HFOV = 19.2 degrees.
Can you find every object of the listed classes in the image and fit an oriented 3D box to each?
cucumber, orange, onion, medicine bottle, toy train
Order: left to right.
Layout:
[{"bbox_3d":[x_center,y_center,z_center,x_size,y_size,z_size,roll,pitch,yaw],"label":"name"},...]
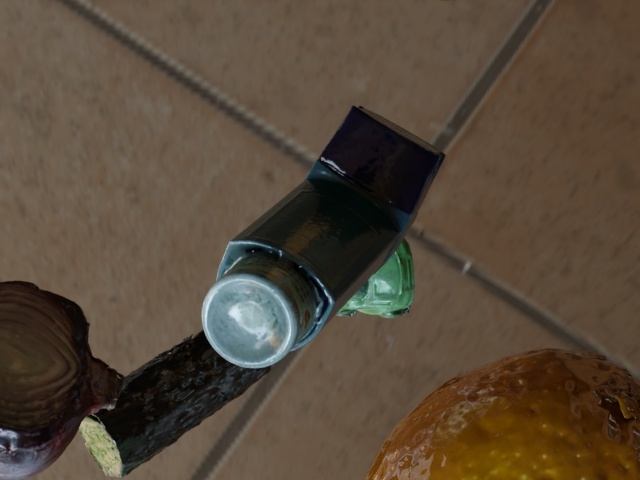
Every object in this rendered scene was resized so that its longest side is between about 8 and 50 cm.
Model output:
[{"bbox_3d":[-0.245,0.129,1.570,0.151,0.098,0.206,15,32,-6],"label":"onion"},{"bbox_3d":[-0.127,0.139,1.773,0.211,0.062,0.078,-31,96,-35],"label":"cucumber"},{"bbox_3d":[0.000,0.000,1.252,0.079,0.258,0.124,32,116,7],"label":"medicine bottle"},{"bbox_3d":[0.020,0.034,1.888,0.081,0.149,0.099,-12,100,-49],"label":"toy train"},{"bbox_3d":[0.167,0.258,1.424,0.293,0.340,0.340,-25,77,2],"label":"orange"}]
